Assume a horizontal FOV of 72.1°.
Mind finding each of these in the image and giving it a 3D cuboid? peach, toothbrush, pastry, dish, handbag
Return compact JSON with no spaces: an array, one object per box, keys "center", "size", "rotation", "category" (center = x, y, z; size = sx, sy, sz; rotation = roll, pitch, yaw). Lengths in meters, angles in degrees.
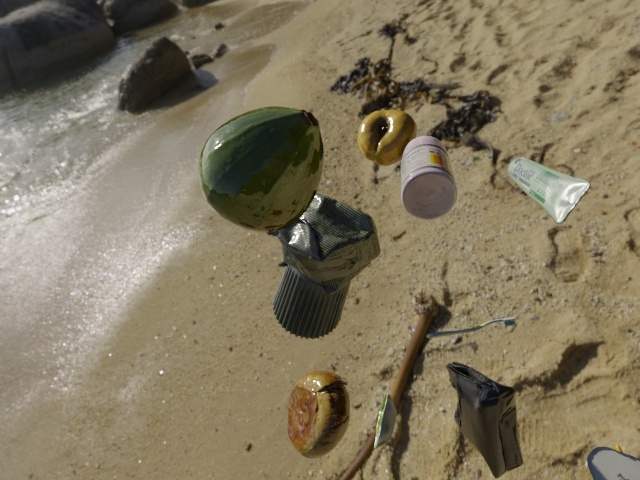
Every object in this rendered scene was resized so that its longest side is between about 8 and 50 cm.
[{"center":[0.193,-0.304,1.291],"size":[0.179,0.103,0.179],"rotation":[-9,68,24],"category":"peach"},{"center":[0.444,0.258,1.302],"size":[0.263,0.026,0.022],"rotation":[-10,3,4],"category":"toothbrush"},{"center":[-0.010,0.710,1.808],"size":[0.356,0.164,0.355],"rotation":[-35,45,44],"category":"pastry"},{"center":[0.163,0.447,1.077],"size":[0.039,0.091,0.137],"rotation":[15,43,7],"category":"dish"},{"center":[0.536,0.579,1.486],"size":[0.152,0.342,0.288],"rotation":[-16,16,-15],"category":"handbag"},{"center":[0.000,0.000,1.403],"size":[0.341,0.247,0.240],"rotation":[27,61,34],"category":"handbag"}]

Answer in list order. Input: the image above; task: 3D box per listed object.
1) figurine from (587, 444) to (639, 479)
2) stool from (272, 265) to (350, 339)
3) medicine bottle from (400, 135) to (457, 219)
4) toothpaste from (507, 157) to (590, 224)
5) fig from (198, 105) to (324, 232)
[{"center":[0.979,0.778,1.417],"size":[0.167,0.141,0.249],"rotation":[-36,61,12],"category":"figurine"},{"center":[-0.024,0.182,1.746],"size":[0.298,0.330,0.297],"rotation":[8,47,-8],"category":"stool"},{"center":[0.272,-0.167,1.129],"size":[0.134,0.133,0.249],"rotation":[-8,30,15],"category":"medicine bottle"},{"center":[0.329,-0.087,0.658],"size":[0.041,0.064,0.218],"rotation":[26,22,-8],"category":"toothpaste"},{"center":[-0.127,-0.186,1.063],"size":[0.316,0.316,0.316],"rotation":[-12,36,9],"category":"fig"}]
